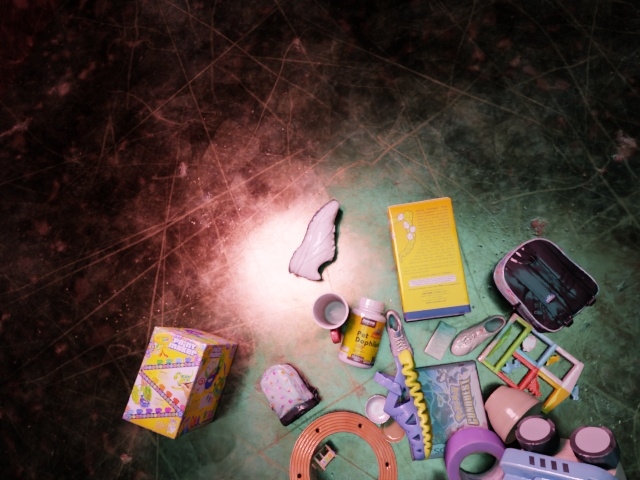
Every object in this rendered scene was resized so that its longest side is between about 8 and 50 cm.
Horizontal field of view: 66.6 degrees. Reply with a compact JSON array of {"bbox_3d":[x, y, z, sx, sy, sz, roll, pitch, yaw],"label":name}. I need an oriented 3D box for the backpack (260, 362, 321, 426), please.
[{"bbox_3d":[-0.107,0.484,1.569,0.152,0.115,0.182,-35,73,3],"label":"backpack"}]

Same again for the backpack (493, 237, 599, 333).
[{"bbox_3d":[0.664,0.127,1.479,0.225,0.191,0.253,-41,83,-3],"label":"backpack"}]

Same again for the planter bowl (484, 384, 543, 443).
[{"bbox_3d":[0.563,0.503,1.451,0.162,0.162,0.109,-45,49,-2],"label":"planter bowl"}]

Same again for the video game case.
[{"bbox_3d":[0.385,0.530,1.523,0.249,0.035,0.274,-10,78,7],"label":"video game case"}]

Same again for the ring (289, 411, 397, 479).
[{"bbox_3d":[0.071,0.701,1.486,0.337,0.032,0.336,5,62,-10],"label":"ring"}]

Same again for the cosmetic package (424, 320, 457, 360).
[{"bbox_3d":[0.384,0.321,1.561,0.060,0.041,0.115,30,85,14],"label":"cosmetic package"}]

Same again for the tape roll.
[{"bbox_3d":[0.463,0.655,1.432,0.189,0.080,0.188,1,99,5],"label":"tape roll"}]

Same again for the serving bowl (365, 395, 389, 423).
[{"bbox_3d":[0.185,0.538,1.554,0.084,0.027,0.083,-4,73,14],"label":"serving bowl"}]

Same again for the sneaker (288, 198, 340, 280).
[{"bbox_3d":[0.000,0.000,1.669,0.129,0.111,0.297,26,88,-3],"label":"sneaker"}]

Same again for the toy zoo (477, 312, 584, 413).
[{"bbox_3d":[0.666,0.392,1.509,0.293,0.030,0.192,39,87,14],"label":"toy zoo"}]

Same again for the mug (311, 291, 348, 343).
[{"bbox_3d":[0.035,0.246,1.566,0.113,0.169,0.150,17,83,11],"label":"mug"}]

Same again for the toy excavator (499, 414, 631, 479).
[{"bbox_3d":[0.524,0.687,1.239,0.433,0.445,0.222,-9,115,45],"label":"toy excavator"}]

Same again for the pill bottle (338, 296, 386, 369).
[{"bbox_3d":[0.139,0.293,1.561,0.117,0.117,0.214,15,85,12],"label":"pill bottle"}]

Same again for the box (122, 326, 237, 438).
[{"bbox_3d":[-0.424,0.433,1.539,0.177,0.290,0.279,16,81,12],"label":"box"}]

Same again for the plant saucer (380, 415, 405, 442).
[{"bbox_3d":[0.230,0.593,1.536,0.084,0.015,0.083,-10,64,21],"label":"plant saucer"}]

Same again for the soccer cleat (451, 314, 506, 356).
[{"bbox_3d":[0.494,0.294,1.531,0.196,0.076,0.068,-35,76,1],"label":"soccer cleat"}]

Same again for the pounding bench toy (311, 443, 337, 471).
[{"bbox_3d":[0.006,0.689,1.545,0.052,0.083,0.065,45,57,12],"label":"pounding bench toy"}]

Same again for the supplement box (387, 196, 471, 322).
[{"bbox_3d":[0.335,0.069,1.541,0.196,0.194,0.356,-8,77,7],"label":"supplement box"}]

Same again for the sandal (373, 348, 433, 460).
[{"bbox_3d":[0.253,0.501,1.478,0.138,0.126,0.317,-17,68,10],"label":"sandal"}]

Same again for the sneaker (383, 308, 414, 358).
[{"bbox_3d":[0.246,0.312,1.565,0.072,0.083,0.190,-21,78,3],"label":"sneaker"}]
